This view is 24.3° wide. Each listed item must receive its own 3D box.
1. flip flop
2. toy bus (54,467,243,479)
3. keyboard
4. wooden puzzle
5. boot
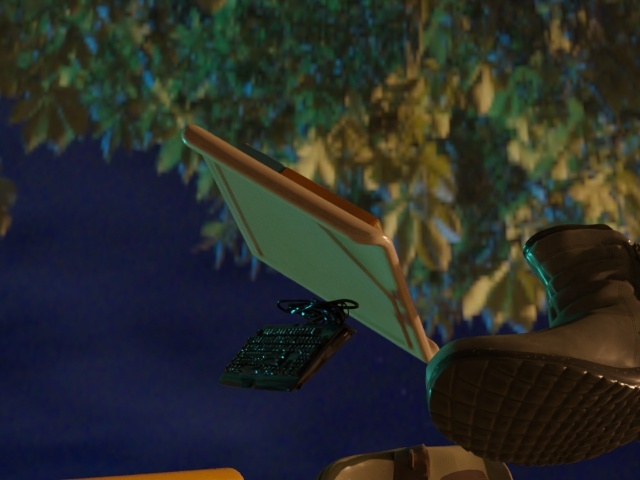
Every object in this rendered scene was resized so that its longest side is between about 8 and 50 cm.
[{"bbox_3d":[0.100,0.245,1.450,0.277,0.112,0.080,-3,-29,-42],"label":"flip flop"},{"bbox_3d":[-0.220,0.294,1.423,0.108,0.130,0.333,-13,-12,42],"label":"toy bus"},{"bbox_3d":[-0.033,0.080,1.246,0.038,0.100,0.192,49,-20,-13],"label":"keyboard"},{"bbox_3d":[0.000,0.000,1.298,0.221,0.044,0.238,31,-15,31],"label":"wooden puzzle"},{"bbox_3d":[0.157,0.056,0.935,0.247,0.161,0.083,4,-50,-23],"label":"boot"}]
